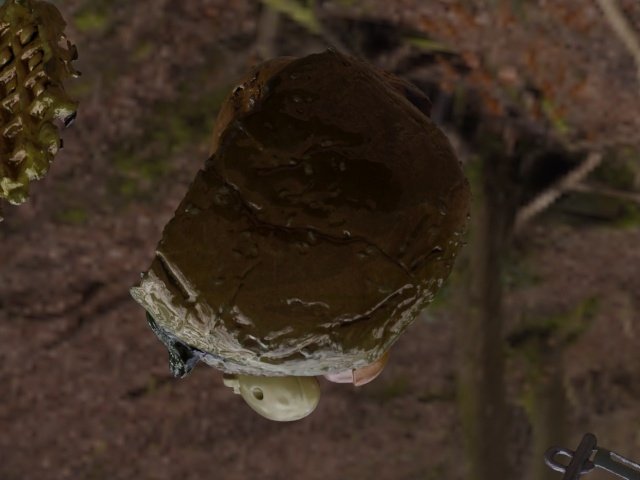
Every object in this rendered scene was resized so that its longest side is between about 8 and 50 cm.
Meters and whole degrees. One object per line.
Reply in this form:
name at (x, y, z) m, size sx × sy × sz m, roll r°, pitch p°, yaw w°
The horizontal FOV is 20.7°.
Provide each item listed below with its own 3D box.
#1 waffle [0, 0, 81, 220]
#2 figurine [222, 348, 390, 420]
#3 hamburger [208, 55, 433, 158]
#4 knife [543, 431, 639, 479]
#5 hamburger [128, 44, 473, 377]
waffle at (-0.350, -0.136, 1.899) m, size 0.262 × 0.280 × 0.060 m, roll 14°, pitch 168°, yaw 45°
figurine at (-0.016, 0.139, 2.256) m, size 0.222 × 0.124 × 0.324 m, roll -6°, pitch -163°, yaw -1°
hamburger at (-0.009, -0.036, 1.745) m, size 0.174 × 0.304 × 0.284 m, roll 5°, pitch 179°, yaw -25°
knife at (0.118, 0.235, 0.921) m, size 0.123 × 0.278 × 0.053 m, roll 22°, pitch 162°, yaw 27°
hamburger at (0.000, 0.000, 1.426) m, size 0.211 × 0.309 × 0.132 m, roll 35°, pitch 162°, yaw 14°
